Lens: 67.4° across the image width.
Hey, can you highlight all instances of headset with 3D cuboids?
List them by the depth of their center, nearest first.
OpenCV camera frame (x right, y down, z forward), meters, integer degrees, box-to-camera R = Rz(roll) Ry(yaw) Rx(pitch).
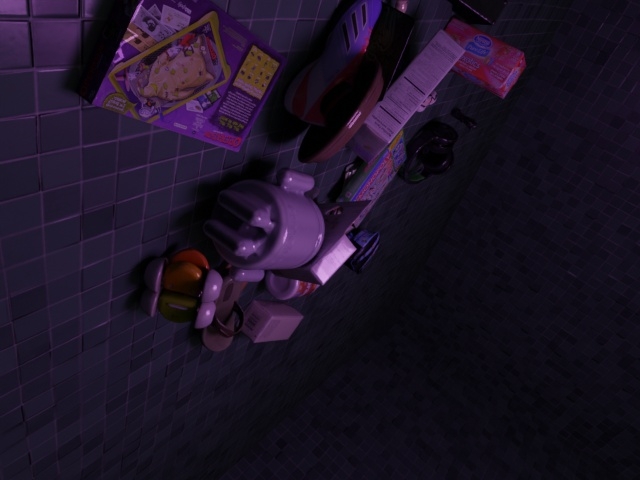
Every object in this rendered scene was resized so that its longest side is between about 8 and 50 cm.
[{"bbox_3d":[0.460,-0.392,1.935,0.394,0.185,0.243,-33,151,-11],"label":"headset"}]

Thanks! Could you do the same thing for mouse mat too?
[{"bbox_3d":[0.130,-0.434,1.096,0.007,0.152,0.190,-5,131,-39],"label":"mouse mat"}]

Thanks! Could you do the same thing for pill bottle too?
[{"bbox_3d":[-0.078,0.124,1.562,0.121,0.121,0.216,-59,158,13],"label":"pill bottle"}]

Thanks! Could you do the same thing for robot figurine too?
[{"bbox_3d":[-0.116,-0.030,1.128,0.300,0.200,0.353,-58,159,12],"label":"robot figurine"}]

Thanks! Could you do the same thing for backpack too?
[{"bbox_3d":[0.154,0.025,1.901,0.173,0.117,0.158,-50,158,-9],"label":"backpack"}]

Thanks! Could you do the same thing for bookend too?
[{"bbox_3d":[0.428,-0.699,1.389,0.072,0.156,0.157,-60,-158,17],"label":"bookend"}]

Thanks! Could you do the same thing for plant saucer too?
[{"bbox_3d":[0.047,-0.280,1.074,0.278,0.041,0.278,-46,-159,24],"label":"plant saucer"}]

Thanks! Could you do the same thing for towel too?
[{"bbox_3d":[0.120,-0.150,1.676,0.248,0.038,0.325,-33,149,-45],"label":"towel"}]

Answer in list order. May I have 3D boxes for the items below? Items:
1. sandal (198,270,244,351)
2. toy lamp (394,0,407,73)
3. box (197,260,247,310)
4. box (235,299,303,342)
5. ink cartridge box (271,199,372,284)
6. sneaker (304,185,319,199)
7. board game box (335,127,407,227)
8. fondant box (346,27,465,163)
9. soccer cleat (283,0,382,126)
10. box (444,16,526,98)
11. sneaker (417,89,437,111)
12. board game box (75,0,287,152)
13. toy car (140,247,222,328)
[{"bbox_3d":[-0.256,0.210,1.305,0.120,0.086,0.303,-33,151,-43],"label":"sandal"},{"bbox_3d":[0.188,-0.535,1.161,0.080,0.080,0.275,-44,158,-24],"label":"toy lamp"},{"bbox_3d":[-0.252,0.116,1.322,0.201,0.021,0.164,-53,159,-1],"label":"box"},{"bbox_3d":[-0.168,0.276,1.647,0.113,0.094,0.275,-54,159,3],"label":"box"},{"bbox_3d":[0.000,0.000,1.347,0.261,0.066,0.296,-47,-158,-20],"label":"ink cartridge box"},{"bbox_3d":[-0.048,-0.099,1.365,0.152,0.061,0.054,-43,155,-30],"label":"sneaker"},{"bbox_3d":[0.176,-0.209,1.598,0.317,0.046,0.213,-54,160,-6],"label":"board game box"},{"bbox_3d":[0.224,-0.386,1.324,0.330,0.096,0.238,-50,-177,-7],"label":"fondant box"},{"bbox_3d":[0.052,-0.390,1.040,0.318,0.116,0.108,-54,158,0],"label":"soccer cleat"},{"bbox_3d":[0.495,-0.568,1.499,0.123,0.257,0.128,-58,159,15],"label":"box"},{"bbox_3d":[0.370,-0.491,1.662,0.109,0.040,0.044,-45,156,-22],"label":"sneaker"},{"bbox_3d":[-0.201,-0.275,0.790,0.208,0.056,0.347,-62,158,10],"label":"board game box"},{"bbox_3d":[-0.300,0.097,1.062,0.136,0.159,0.182,-88,-164,-55],"label":"toy car"}]
